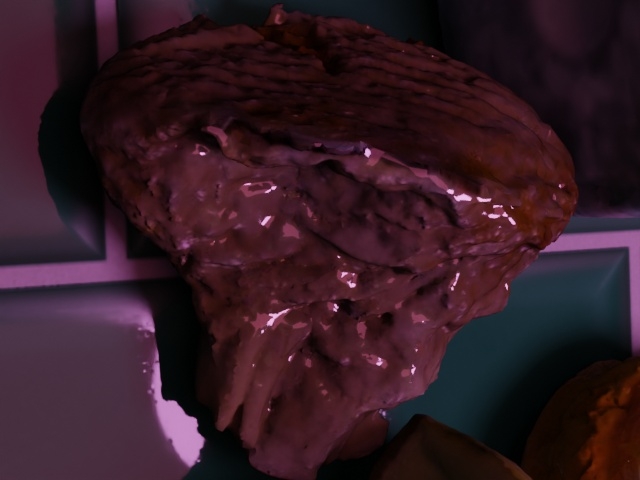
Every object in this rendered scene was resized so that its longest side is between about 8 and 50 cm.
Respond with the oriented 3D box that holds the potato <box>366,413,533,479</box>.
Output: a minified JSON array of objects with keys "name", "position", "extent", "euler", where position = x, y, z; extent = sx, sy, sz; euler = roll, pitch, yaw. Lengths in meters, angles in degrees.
[{"name":"potato","position":[0.113,0.329,0.644],"extent":[0.212,0.280,0.330],"euler":[30,89,-25]}]

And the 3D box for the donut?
[{"name":"donut","position":[0.335,0.246,0.809],"extent":[0.329,0.160,0.330],"euler":[5,74,-17]}]

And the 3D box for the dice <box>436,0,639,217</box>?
[{"name":"dice","position":[0.312,-0.206,0.733],"extent":[0.348,0.328,0.331],"euler":[-15,98,-26]}]

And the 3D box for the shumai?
[{"name":"shumai","position":[-0.001,0.002,0.699],"extent":[0.345,0.217,0.283],"euler":[4,124,-8]}]
